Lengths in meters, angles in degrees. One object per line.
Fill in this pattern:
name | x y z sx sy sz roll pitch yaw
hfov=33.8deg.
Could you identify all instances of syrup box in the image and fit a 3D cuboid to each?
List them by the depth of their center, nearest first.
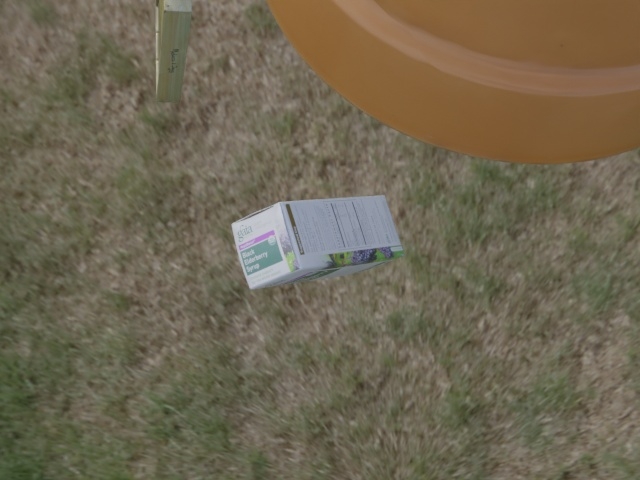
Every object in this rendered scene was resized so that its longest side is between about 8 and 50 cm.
syrup box | 0.000 0.000 1.422 0.093 0.237 0.096 -24 80 37

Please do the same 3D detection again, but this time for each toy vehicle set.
toy vehicle set | -0.204 -0.320 1.448 0.035 0.267 0.166 0 73 -11

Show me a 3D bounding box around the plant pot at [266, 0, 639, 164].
plant pot | 0.114 -0.211 0.514 0.290 0.203 0.291 2 64 -4
